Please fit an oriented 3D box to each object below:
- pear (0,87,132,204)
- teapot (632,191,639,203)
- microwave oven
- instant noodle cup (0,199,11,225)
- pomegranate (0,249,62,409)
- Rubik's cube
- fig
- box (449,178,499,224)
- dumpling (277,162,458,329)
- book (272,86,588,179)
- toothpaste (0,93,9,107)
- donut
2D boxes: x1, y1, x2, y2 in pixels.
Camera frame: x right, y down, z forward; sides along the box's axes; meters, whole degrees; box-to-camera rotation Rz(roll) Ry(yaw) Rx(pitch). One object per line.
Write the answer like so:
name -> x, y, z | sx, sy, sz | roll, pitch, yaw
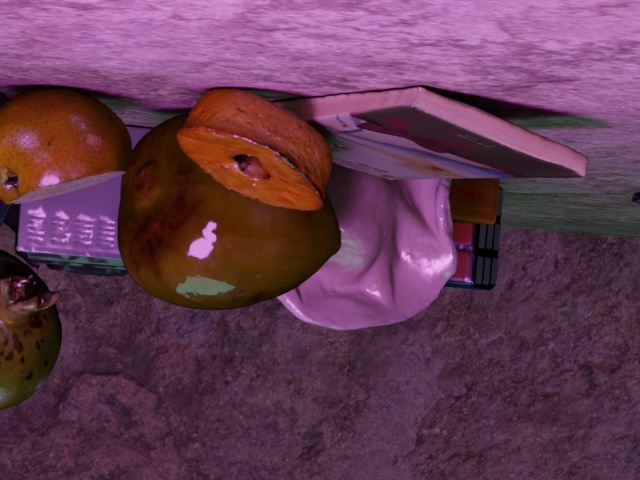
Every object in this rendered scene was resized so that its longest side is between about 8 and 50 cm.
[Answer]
pear -> -0.252, -0.095, 1.373 | 0.141, 0.104, 0.141 | -19, -177, 1
teapot -> 0.467, -0.042, 1.760 | 0.177, 0.087, 0.096 | 4, 155, 31
microwave oven -> -0.276, -0.046, 1.825 | 0.238, 0.181, 0.295 | 4, 179, -12
instant noodle cup -> -0.436, -0.029, 1.483 | 0.251, 0.190, 0.251 | 22, -175, -2
pomegranate -> -0.403, 0.097, 1.767 | 0.211, 0.211, 0.263 | 6, 149, -43
Rubik's cube -> 0.169, -0.012, 2.124 | 0.161, 0.163, 0.162 | 4, 180, 18
fig -> -0.088, -0.022, 1.478 | 0.225, 0.203, 0.203 | 16, 173, -31
box -> 0.074, -0.068, 1.913 | 0.274, 0.076, 0.174 | 4, 177, 35
dumpling -> 0.000, 0.000, 1.677 | 0.318, 0.242, 0.187 | -6, 159, -12
book -> 0.075, -0.092, 1.319 | 0.201, 0.026, 0.289 | 17, 171, -32
toothpaste -> -0.344, -0.132, 1.506 | 0.046, 0.034, 0.164 | 8, 178, -4
donut -> -0.055, -0.083, 1.301 | 0.152, 0.058, 0.152 | 21, 166, 5
